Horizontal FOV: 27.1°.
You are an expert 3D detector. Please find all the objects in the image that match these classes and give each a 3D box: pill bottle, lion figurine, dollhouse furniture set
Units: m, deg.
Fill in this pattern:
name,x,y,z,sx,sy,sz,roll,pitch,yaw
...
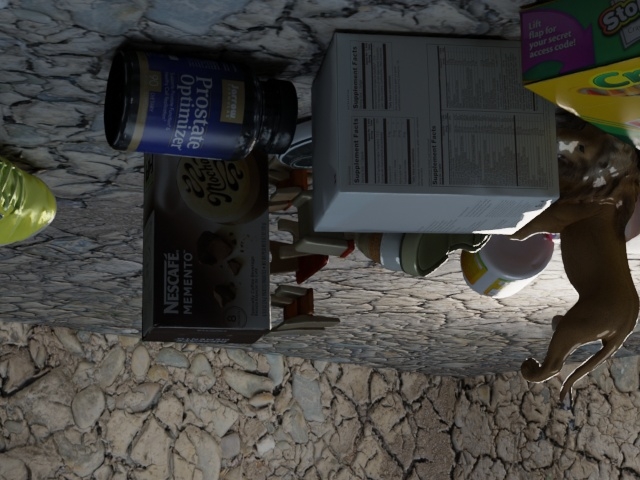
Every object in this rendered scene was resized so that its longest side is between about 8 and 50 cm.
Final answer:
name,x,y,z,sx,sy,sz,roll,pitch,yaw
pill bottle,0.329,0.029,2.409,0.136,0.136,0.245,0,167,-5
lion figurine,0.378,0.028,1.856,0.142,0.392,0.240,-5,168,-39
pill bottle,-0.145,-0.161,1.614,0.219,0.123,0.123,4,166,-21
dollhouse furniture set,0.000,0.000,2.011,0.135,0.262,0.259,1,166,-18

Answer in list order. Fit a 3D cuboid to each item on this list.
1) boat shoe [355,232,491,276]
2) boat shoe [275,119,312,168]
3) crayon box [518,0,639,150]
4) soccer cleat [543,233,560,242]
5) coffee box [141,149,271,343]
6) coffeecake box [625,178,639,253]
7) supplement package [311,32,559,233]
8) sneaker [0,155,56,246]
name,x,y,z,sx,sy,sz,roll,pitch,yaw
boat shoe,0.158,-0.032,1.845,0.103,0.113,0.302,13,-162,29
boat shoe,0.082,-0.116,1.852,0.306,0.105,0.113,-4,166,11
crayon box,0.456,-0.210,1.475,0.363,0.106,0.313,-12,163,37
soccer cleat,0.405,-0.055,2.198,0.095,0.083,0.248,-10,162,17
coffee box,-0.163,-0.009,1.872,0.168,0.297,0.119,3,166,-15
coffeecake box,0.491,-0.070,1.990,0.068,0.142,0.185,1,166,-9
supplement package,0.132,-0.124,1.619,0.263,0.198,0.199,1,167,-9
sneaker,-0.505,-0.076,1.906,0.147,0.145,0.385,-8,166,29
